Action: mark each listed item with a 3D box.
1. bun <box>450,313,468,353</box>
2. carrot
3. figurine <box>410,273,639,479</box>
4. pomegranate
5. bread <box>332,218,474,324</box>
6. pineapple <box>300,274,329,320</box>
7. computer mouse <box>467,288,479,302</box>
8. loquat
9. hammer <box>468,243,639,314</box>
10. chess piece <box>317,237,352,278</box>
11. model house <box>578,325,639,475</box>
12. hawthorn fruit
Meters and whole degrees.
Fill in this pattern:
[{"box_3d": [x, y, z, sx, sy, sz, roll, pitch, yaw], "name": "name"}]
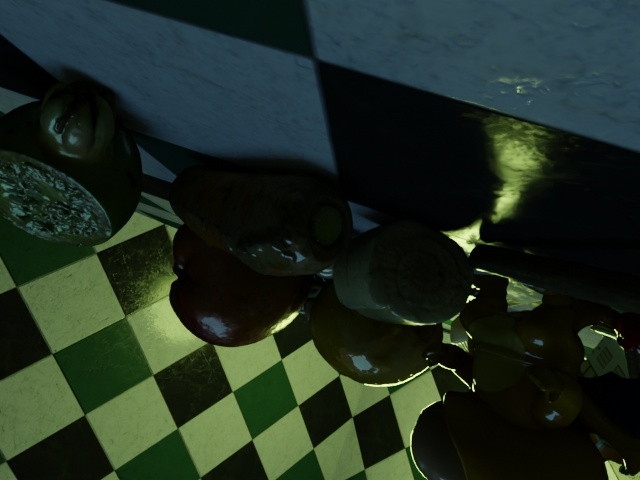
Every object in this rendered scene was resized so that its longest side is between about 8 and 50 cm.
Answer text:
[{"box_3d": [0.416, 0.236, 1.279, 0.167, 0.113, 0.173, 14, 148, 12], "name": "bun"}, {"box_3d": [-0.086, -0.033, 0.670, 0.139, 0.138, 0.302, 27, 176, -41], "name": "carrot"}, {"box_3d": [0.296, 0.241, 0.672, 0.268, 0.386, 0.401, 8, 176, -39], "name": "figurine"}, {"box_3d": [-0.326, -0.116, 0.642, 0.190, 0.159, 0.240, 11, 144, 6], "name": "pomegranate"}, {"box_3d": [0.106, 0.044, 0.672, 0.148, 0.133, 0.141, 10, 171, -15], "name": "bread"}, {"box_3d": [0.044, 0.133, 1.111, 0.272, 0.262, 0.263, 30, 168, -33], "name": "pineapple"}, {"box_3d": [0.246, 0.084, 0.910, 0.079, 0.047, 0.135, 11, 164, -18], "name": "computer mouse"}, {"box_3d": [0.095, 0.154, 0.915, 0.244, 0.243, 0.244, 20, 172, 3], "name": "loquat"}, {"box_3d": [0.258, 0.039, 0.460, 0.043, 0.111, 0.365, 33, 175, -21], "name": "hammer"}, {"box_3d": [0.000, 0.000, 0.818, 0.094, 0.094, 0.170, 17, 168, 19], "name": "chess piece"}, {"box_3d": [0.558, 0.282, 0.875, 0.224, 0.215, 0.198, 21, -156, -3], "name": "model house"}, {"box_3d": [-0.130, 0.064, 0.946, 0.298, 0.276, 0.277, 6, 176, -15], "name": "hawthorn fruit"}]
